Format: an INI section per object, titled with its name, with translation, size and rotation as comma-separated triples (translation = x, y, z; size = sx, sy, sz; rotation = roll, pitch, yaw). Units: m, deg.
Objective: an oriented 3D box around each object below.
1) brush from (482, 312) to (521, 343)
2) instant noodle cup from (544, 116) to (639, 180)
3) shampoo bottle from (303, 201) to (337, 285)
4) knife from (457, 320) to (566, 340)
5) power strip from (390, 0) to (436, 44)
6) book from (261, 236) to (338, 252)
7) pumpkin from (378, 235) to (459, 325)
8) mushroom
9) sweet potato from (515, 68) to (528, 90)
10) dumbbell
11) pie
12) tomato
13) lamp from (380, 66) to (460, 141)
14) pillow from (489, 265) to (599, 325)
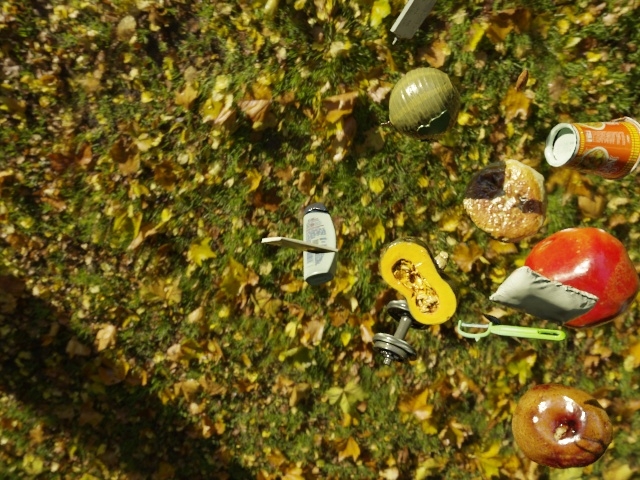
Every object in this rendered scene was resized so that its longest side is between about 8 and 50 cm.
[brush]
translation = 0.698, 0.330, 1.709
size = 0.191, 0.034, 0.027
rotation = 37, 103, -10
[instant noodle cup]
translation = 0.813, -0.283, 1.353
size = 0.213, 0.193, 0.192
rotation = 2, 115, -13
[shampoo bottle]
translation = 0.000, 0.000, 1.739
size = 0.134, 0.359, 0.078
rotation = -18, 137, 19
[knife]
translation = 0.391, 0.195, 0.933
size = 0.212, 0.054, 0.015
rotation = -1, 123, 32
[power strip]
translation = 0.259, -0.615, 1.163
size = 0.060, 0.027, 0.252
rotation = 9, 142, -26
[book]
translation = -0.057, 0.014, 1.242
size = 0.182, 0.127, 0.014
rotation = 13, 80, -28
[pumpkin]
translation = 0.352, 0.124, 1.527
size = 0.222, 0.139, 0.317
rotation = -37, 82, 12
[mushroom]
translation = 0.748, 0.588, 1.422
size = 0.268, 0.254, 0.266
rotation = -2, 69, 5
[sweet potato]
translation = 0.687, -0.543, 1.518
size = 0.034, 0.034, 0.095
rotation = -3, 154, 3
[dumbbell]
translation = 0.318, 0.355, 1.749
size = 0.192, 0.192, 0.289
rotation = 35, 68, -13
[pie]
translation = 0.679, -0.148, 1.646
size = 0.316, 0.092, 0.314
rotation = -2, 83, 15
[tomato]
translation = 0.859, 0.127, 1.495
size = 0.325, 0.290, 0.292
rotation = -23, 106, 36
[lamp]
translation = 0.336, -0.454, 1.546
size = 0.285, 0.250, 0.250
rotation = -27, 111, 25
[pillow]
translation = 0.522, 0.136, 1.045
size = 0.230, 0.050, 0.128
rotation = 21, 132, -14
